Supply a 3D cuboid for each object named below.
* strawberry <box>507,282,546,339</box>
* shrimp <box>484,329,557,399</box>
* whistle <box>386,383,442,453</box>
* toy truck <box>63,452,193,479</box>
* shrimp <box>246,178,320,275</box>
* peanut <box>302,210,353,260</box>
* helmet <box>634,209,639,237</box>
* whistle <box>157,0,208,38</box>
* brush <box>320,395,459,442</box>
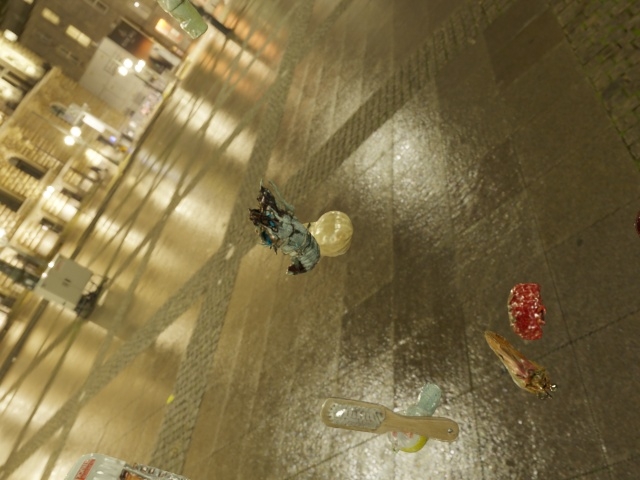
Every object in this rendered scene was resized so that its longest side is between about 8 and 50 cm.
[{"bbox_3d":[0.497,0.171,1.346,0.086,0.145,0.145,-10,42,21],"label":"strawberry"},{"bbox_3d":[0.416,0.260,1.171,0.062,0.154,0.294,-44,2,0],"label":"shrimp"},{"bbox_3d":[0.254,0.490,1.532,0.223,0.123,0.123,-59,22,7],"label":"whistle"},{"bbox_3d":[-0.420,0.632,1.293,0.173,0.387,0.207,-94,25,-75],"label":"toy truck"},{"bbox_3d":[-0.038,-0.012,0.730,0.076,0.174,0.082,-5,59,19],"label":"shrimp"},{"bbox_3d":[0.000,0.000,1.009,0.187,0.082,0.082,-24,38,53],"label":"peanut"},{"bbox_3d":[0.886,-0.038,1.476,0.089,0.057,0.111,-3,69,41],"label":"helmet"},{"bbox_3d":[-0.322,-0.516,1.110,0.126,0.258,0.067,8,59,49],"label":"whistle"},{"bbox_3d":[0.163,0.410,1.263,0.065,0.327,0.070,131,149,-75],"label":"brush"}]
